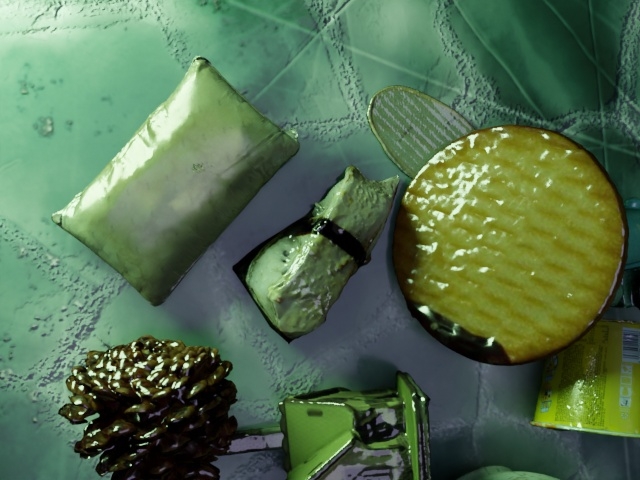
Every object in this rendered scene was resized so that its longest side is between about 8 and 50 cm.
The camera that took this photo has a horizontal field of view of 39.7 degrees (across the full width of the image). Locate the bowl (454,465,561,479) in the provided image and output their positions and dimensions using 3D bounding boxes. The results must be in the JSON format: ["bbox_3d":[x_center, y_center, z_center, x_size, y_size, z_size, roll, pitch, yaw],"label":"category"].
[{"bbox_3d":[0.234,0.388,1.167,0.313,0.313,0.146,-17,48,-7],"label":"bowl"}]

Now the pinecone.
[{"bbox_3d":[-0.206,0.223,1.099,0.221,0.221,0.221,0,90,-7],"label":"pinecone"}]

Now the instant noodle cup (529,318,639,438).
[{"bbox_3d":[0.384,0.185,1.184,0.205,0.205,0.153,6,82,-7],"label":"instant noodle cup"}]

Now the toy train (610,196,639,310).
[{"bbox_3d":[0.429,0.021,1.191,0.248,0.101,0.159,-8,90,-46],"label":"toy train"}]

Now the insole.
[{"bbox_3d":[0.206,-0.089,1.250,0.348,0.009,0.119,44,84,-5],"label":"insole"}]

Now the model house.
[{"bbox_3d":[-0.006,0.285,1.127,0.279,0.218,0.204,-3,89,-3],"label":"model house"}]

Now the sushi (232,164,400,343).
[{"bbox_3d":[0.019,0.006,1.175,0.273,0.109,0.134,-41,94,-5],"label":"sushi"}]

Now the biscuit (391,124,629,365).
[{"bbox_3d":[0.239,0.003,1.154,0.318,0.040,0.318,-4,81,30],"label":"biscuit"}]

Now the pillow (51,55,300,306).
[{"bbox_3d":[-0.185,-0.081,1.168,0.185,0.075,0.302,42,88,-5],"label":"pillow"}]
